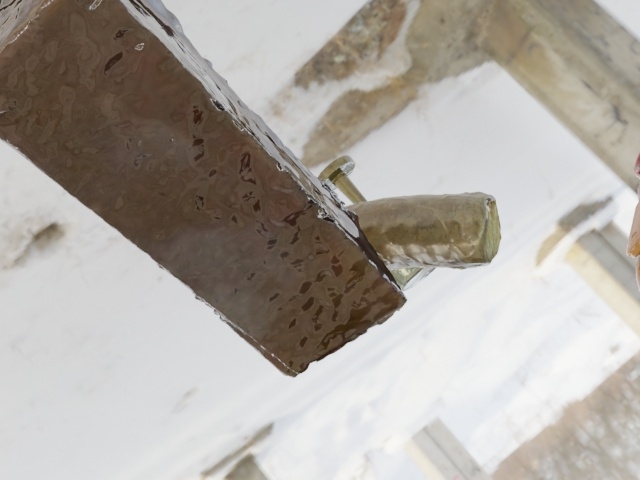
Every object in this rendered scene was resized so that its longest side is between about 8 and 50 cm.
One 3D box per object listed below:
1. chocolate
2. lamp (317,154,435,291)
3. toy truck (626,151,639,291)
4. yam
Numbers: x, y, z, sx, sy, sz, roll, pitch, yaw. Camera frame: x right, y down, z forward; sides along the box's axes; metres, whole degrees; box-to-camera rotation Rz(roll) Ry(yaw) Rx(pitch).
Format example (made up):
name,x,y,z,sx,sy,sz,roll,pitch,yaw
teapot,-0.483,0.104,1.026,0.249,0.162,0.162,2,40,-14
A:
name,x,y,z,sx,sy,sz,roll,pitch,yaw
chocolate,-0.083,-0.044,0.577,0.112,0.112,0.321,-40,125,6
lamp,0.087,-0.029,1.407,0.121,0.214,0.121,-37,163,-13
toy truck,0.439,-0.042,0.994,0.239,0.189,0.264,-62,177,-39
yam,0.000,0.000,0.761,0.300,0.066,0.066,-4,-179,27
